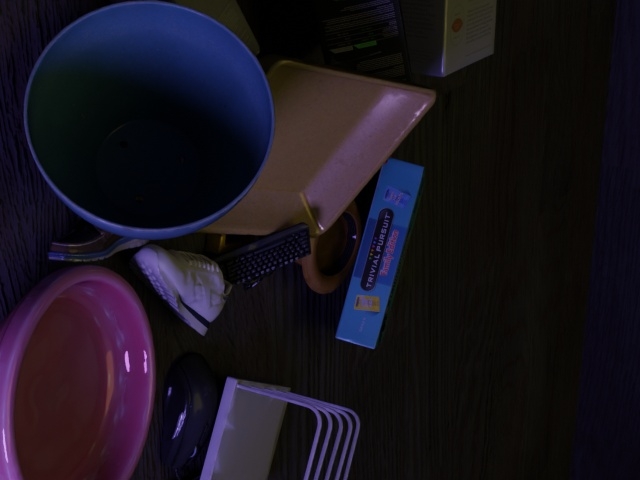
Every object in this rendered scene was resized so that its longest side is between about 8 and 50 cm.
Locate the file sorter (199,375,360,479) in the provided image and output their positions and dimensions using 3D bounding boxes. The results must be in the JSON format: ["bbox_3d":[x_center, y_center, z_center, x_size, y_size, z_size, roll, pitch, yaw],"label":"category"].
[{"bbox_3d":[-0.057,0.352,1.726,0.277,0.173,0.193,34,70,-71],"label":"file sorter"}]

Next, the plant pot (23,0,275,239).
[{"bbox_3d":[-0.212,-0.122,1.282,0.290,0.290,0.195,-63,-178,-19],"label":"plant pot"}]

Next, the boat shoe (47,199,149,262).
[{"bbox_3d":[-0.296,-0.016,1.359,0.183,0.066,0.066,-27,120,-63],"label":"boat shoe"}]

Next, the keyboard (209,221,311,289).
[{"bbox_3d":[-0.098,0.039,1.633,0.180,0.023,0.108,-21,146,-14],"label":"keyboard"}]

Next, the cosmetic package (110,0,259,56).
[{"bbox_3d":[-0.190,-0.309,1.342,0.107,0.127,0.238,-58,147,-26],"label":"cosmetic package"}]

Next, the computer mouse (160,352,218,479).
[{"bbox_3d":[-0.186,0.311,1.666,0.184,0.060,0.262,1,101,-58],"label":"computer mouse"}]

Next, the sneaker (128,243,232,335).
[{"bbox_3d":[-0.200,0.052,1.495,0.095,0.090,0.235,-48,155,-11],"label":"sneaker"}]

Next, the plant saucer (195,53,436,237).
[{"bbox_3d":[-0.043,-0.144,1.507,0.332,0.081,0.333,2,138,-45],"label":"plant saucer"}]

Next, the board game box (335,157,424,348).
[{"bbox_3d":[0.117,0.028,1.934,0.254,0.079,0.336,32,74,-83],"label":"board game box"}]

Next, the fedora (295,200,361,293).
[{"bbox_3d":[0.000,0.000,1.818,0.194,0.079,0.194,-32,129,-51],"label":"fedora"}]

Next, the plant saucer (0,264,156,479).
[{"bbox_3d":[-0.327,0.195,1.312,0.332,0.084,0.332,3,90,-69],"label":"plant saucer"}]

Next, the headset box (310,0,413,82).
[{"bbox_3d":[0.053,-0.373,1.598,0.246,0.131,0.283,-96,173,-50],"label":"headset box"}]

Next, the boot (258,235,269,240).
[{"bbox_3d":[-0.057,-0.026,1.693,0.087,0.042,0.119,42,67,-58],"label":"boot"}]

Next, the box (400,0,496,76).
[{"bbox_3d":[0.208,-0.498,1.867,0.215,0.168,0.346,-31,128,-49],"label":"box"}]

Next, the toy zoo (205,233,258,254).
[{"bbox_3d":[-0.105,-0.085,1.662,0.192,0.030,0.293,-6,107,-57],"label":"toy zoo"}]
